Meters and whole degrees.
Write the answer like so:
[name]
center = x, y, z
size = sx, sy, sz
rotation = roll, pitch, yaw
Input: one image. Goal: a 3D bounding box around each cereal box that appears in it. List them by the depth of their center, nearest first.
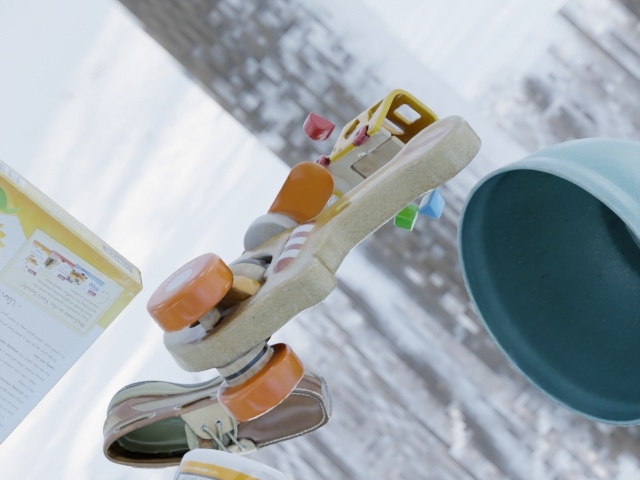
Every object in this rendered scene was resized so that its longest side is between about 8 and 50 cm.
[cereal box]
center = -0.286, 0.066, 1.538
size = 0.240, 0.173, 0.047
rotation = -46, -160, 9

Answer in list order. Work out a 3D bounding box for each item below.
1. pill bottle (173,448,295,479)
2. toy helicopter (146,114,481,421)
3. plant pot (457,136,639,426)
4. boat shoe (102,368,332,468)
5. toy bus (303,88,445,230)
[pill bottle]
center = -0.128, 0.391, 2.164
size = 0.162, 0.162, 0.278
rotation = 125, -14, -71
[toy helicopter]
center = 0.000, 0.000, 1.793
size = 0.355, 0.140, 0.235
rotation = -37, -166, 3
[plant pot]
center = 0.311, 0.013, 1.933
size = 0.196, 0.293, 0.293
rotation = -33, 170, -33
[boat shoe]
center = -0.144, 0.253, 2.548
size = 0.324, 0.122, 0.120
rotation = -10, -152, 18
[toy bus]
center = 0.071, -0.120, 2.522
size = 0.191, 0.202, 0.104
rotation = 76, 31, -49
